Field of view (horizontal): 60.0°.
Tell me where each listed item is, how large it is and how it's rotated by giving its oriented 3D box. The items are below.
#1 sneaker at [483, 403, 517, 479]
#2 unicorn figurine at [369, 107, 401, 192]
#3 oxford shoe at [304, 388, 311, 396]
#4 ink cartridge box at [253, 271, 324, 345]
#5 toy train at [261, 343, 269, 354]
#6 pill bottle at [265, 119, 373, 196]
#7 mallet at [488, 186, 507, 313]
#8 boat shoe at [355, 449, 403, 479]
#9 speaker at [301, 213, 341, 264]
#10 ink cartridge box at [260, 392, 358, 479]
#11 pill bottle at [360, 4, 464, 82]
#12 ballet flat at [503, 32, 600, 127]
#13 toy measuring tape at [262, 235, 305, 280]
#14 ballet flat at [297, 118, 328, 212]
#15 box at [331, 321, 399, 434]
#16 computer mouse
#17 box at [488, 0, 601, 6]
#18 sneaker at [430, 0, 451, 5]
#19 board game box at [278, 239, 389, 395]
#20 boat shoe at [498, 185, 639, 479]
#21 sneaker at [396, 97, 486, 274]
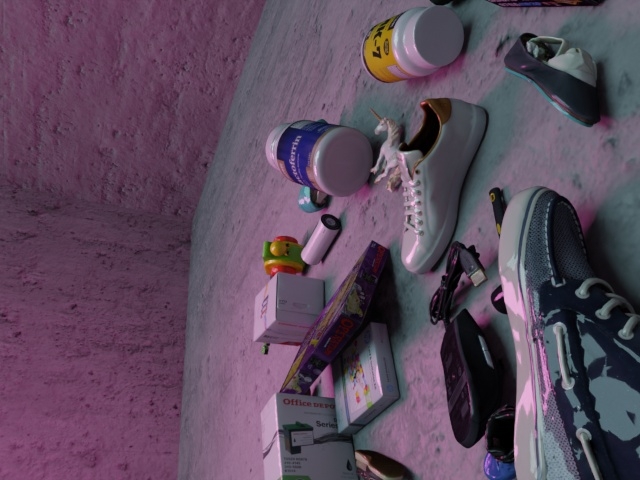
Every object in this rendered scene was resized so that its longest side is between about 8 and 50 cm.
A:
[{"bbox_3d":[0.214,0.238,0.644,0.152,0.084,0.058,122,151,-44],"label":"sneaker"},{"bbox_3d":[0.137,-0.173,1.108,0.162,0.060,0.111,57,134,40],"label":"unicorn figurine"},{"bbox_3d":[-0.047,0.437,1.265,0.096,0.083,0.227,1,81,50],"label":"oxford shoe"},{"bbox_3d":[-0.080,0.175,1.385,0.176,0.128,0.127,134,142,-54],"label":"ink cartridge box"},{"bbox_3d":[-0.164,0.310,1.697,0.023,0.017,0.083,22,101,59],"label":"toy train"},{"bbox_3d":[-0.013,-0.198,1.282,0.264,0.153,0.153,25,104,54],"label":"pill bottle"},{"bbox_3d":[0.246,0.012,0.754,0.062,0.039,0.190,119,158,-44],"label":"mallet"},{"bbox_3d":[0.098,0.390,0.927,0.152,0.056,0.049,151,123,-76],"label":"boat shoe"},{"bbox_3d":[0.000,0.000,1.369,0.055,0.055,0.136,-99,28,-42],"label":"speaker"},{"bbox_3d":[-0.023,0.414,1.070,0.219,0.160,0.092,-101,31,-44],"label":"ink cartridge box"},{"bbox_3d":[0.166,-0.361,1.025,0.208,0.119,0.119,-154,76,-68],"label":"pill bottle"},{"bbox_3d":[0.293,-0.213,0.691,0.203,0.074,0.074,-105,33,-54],"label":"ballet flat"},{"bbox_3d":[-0.096,0.068,1.571,0.330,0.121,0.121,91,-178,-71],"label":"toy measuring tape"},{"bbox_3d":[0.007,-0.189,1.437,0.087,0.083,0.247,16,96,45],"label":"ballet flat"},{"bbox_3d":[0.079,0.265,1.052,0.186,0.038,0.145,125,149,-45],"label":"box"},{"bbox_3d":[0.207,0.125,0.736,0.262,0.060,0.184,-90,6,-51],"label":"computer mouse"},{"bbox_3d":[0.318,-0.410,0.744,0.220,0.051,0.175,-125,49,-63],"label":"box"},{"bbox_3d":[0.229,-0.559,0.989,0.130,0.109,0.286,156,124,-73],"label":"sneaker"},{"bbox_3d":[0.020,0.177,1.122,0.347,0.056,0.208,-59,6,43],"label":"board game box"},{"bbox_3d":[0.278,0.089,0.540,0.158,0.127,0.341,-22,60,50],"label":"boat shoe"},{"bbox_3d":[0.160,-0.089,0.900,0.106,0.123,0.290,-139,61,-64],"label":"sneaker"}]
